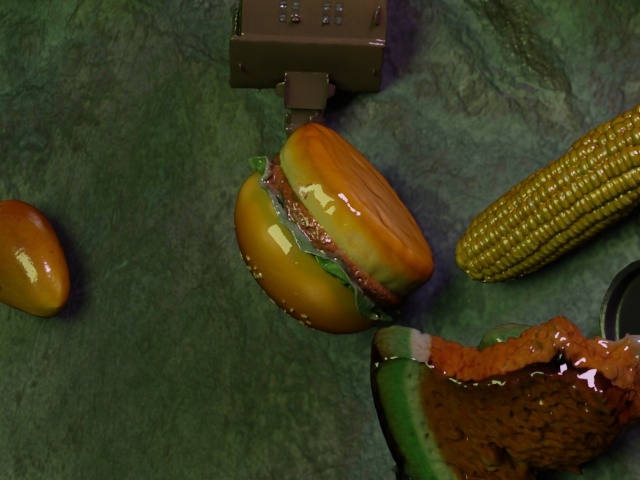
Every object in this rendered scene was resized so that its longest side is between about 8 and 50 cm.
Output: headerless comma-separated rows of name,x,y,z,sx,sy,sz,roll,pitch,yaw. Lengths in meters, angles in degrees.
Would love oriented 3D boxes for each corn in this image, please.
corn,0.263,-0.043,1.819,0.313,0.102,0.102,-36,59,28

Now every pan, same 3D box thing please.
pan,0.306,0.110,1.791,0.235,0.028,0.136,-39,58,38

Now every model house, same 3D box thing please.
model house,-0.018,-0.206,2.086,0.176,0.181,0.248,-91,5,-67

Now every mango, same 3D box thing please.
mango,-0.405,0.030,2.357,0.217,0.102,0.141,43,114,40

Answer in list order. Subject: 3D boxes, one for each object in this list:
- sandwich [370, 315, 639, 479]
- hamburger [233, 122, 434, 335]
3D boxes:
sandwich,0.204,0.149,1.768,0.301,0.250,0.162,-15,33,27
hamburger,0.000,-0.001,1.931,0.170,0.246,0.246,-42,56,16
